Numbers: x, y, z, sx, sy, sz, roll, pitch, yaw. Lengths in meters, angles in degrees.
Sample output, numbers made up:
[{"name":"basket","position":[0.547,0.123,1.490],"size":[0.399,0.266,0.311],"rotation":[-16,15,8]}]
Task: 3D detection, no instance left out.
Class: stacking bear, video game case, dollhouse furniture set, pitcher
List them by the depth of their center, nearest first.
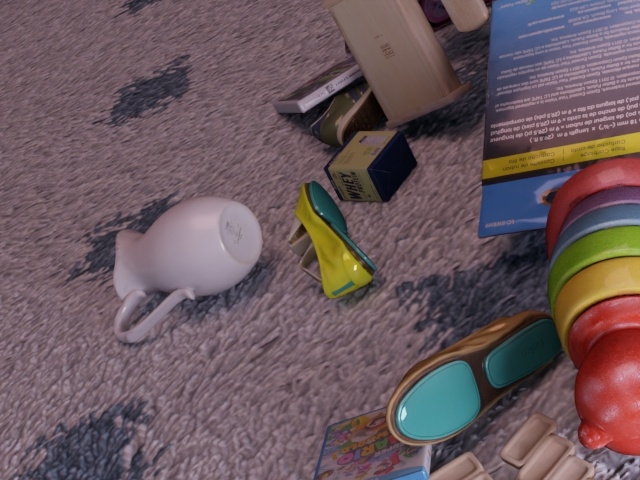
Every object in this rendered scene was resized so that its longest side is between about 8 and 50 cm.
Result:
[{"name":"stacking bear","position":[0.287,0.073,1.170],"size":[0.175,0.164,0.289],"rotation":[-15,38,22]},{"name":"video game case","position":[0.052,0.205,1.240],"size":[0.119,0.015,0.166],"rotation":[-19,15,14]},{"name":"pitcher","position":[-0.181,0.039,1.638],"size":[0.207,0.125,0.178],"rotation":[-18,51,36]},{"name":"dollhouse furniture set","position":[0.211,-0.332,1.750],"size":[0.303,0.198,0.286],"rotation":[-37,11,-38]},{"name":"video game case","position":[0.020,-0.244,1.914],"size":[0.173,0.022,0.190],"rotation":[-33,12,-8]}]

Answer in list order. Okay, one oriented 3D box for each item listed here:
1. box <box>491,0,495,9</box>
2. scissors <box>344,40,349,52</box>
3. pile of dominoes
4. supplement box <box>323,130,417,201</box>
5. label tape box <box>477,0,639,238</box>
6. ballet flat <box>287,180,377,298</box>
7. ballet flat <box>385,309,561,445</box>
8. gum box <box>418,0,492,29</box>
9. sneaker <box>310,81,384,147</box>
[{"name":"box","position":[0.474,-0.400,1.753],"size":[0.395,0.097,0.318],"rotation":[-45,37,-19]},{"name":"scissors","position":[0.047,-0.388,2.170],"size":[0.109,0.021,0.297],"rotation":[-6,38,28]},{"name":"pile of dominoes","position":[0.176,0.276,1.085],"size":[0.196,0.040,0.251],"rotation":[-31,39,-6]},{"name":"supplement box","position":[0.066,-0.099,1.684],"size":[0.083,0.056,0.083],"rotation":[4,43,42]},{"name":"label tape box","position":[0.318,-0.143,1.473],"size":[0.240,0.106,0.333],"rotation":[-8,60,29]},{"name":"ballet flat","position":[0.000,0.000,1.583],"size":[0.077,0.077,0.231],"rotation":[-43,32,8]},{"name":"ballet flat","position":[0.138,0.134,1.243],"size":[0.232,0.080,0.073],"rotation":[-22,14,-33]},{"name":"gum box","position":[0.176,-0.384,2.014],"size":[0.188,0.062,0.107],"rotation":[-24,31,7]},{"name":"sneaker","position":[0.058,-0.204,1.837],"size":[0.086,0.064,0.192],"rotation":[10,49,43]}]
